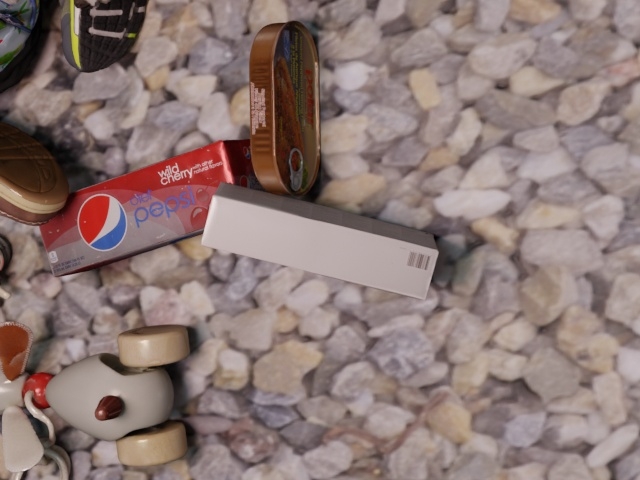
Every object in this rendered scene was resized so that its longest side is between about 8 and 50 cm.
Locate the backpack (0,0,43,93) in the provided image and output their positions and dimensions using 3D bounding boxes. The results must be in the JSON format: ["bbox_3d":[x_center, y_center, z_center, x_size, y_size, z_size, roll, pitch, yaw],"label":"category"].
[{"bbox_3d":[-0.451,-0.331,1.631,0.273,0.355,0.290,-27,75,24],"label":"backpack"}]

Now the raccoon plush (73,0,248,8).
[{"bbox_3d":[-0.155,-0.448,1.584,0.299,0.216,0.446,16,72,6],"label":"raccoon plush"}]

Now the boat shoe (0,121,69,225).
[{"bbox_3d":[-0.429,-0.082,1.748,0.342,0.123,0.123,28,114,29],"label":"boat shoe"}]

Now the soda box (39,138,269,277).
[{"bbox_3d":[-0.192,-0.037,1.702,0.263,0.083,0.092,-17,88,23],"label":"soda box"}]

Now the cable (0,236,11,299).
[{"bbox_3d":[-0.498,0.005,1.818,0.287,0.072,0.139,38,106,-2],"label":"cable"}]

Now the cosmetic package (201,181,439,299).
[{"bbox_3d":[0.000,0.000,1.566,0.239,0.099,0.060,14,103,-1],"label":"cosmetic package"}]

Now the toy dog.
[{"bbox_3d":[-0.304,0.190,1.724,0.334,0.161,0.220,-24,84,23],"label":"toy dog"}]

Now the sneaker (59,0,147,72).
[{"bbox_3d":[-0.279,-0.343,1.721,0.121,0.111,0.300,-1,91,38],"label":"sneaker"}]

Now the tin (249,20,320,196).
[{"bbox_3d":[-0.038,-0.142,1.617,0.040,0.106,0.189,1,93,31],"label":"tin"}]
